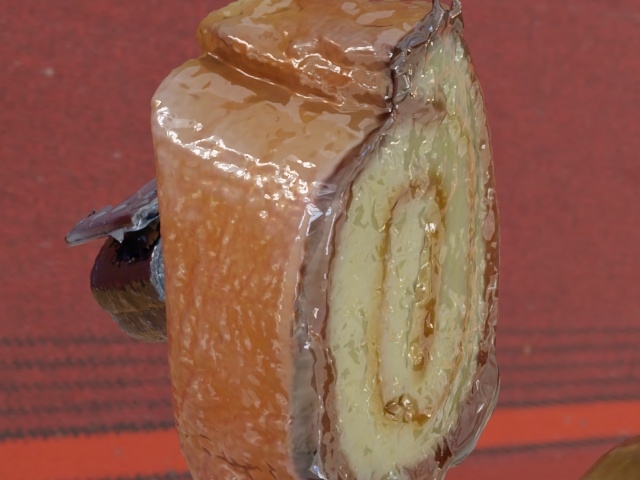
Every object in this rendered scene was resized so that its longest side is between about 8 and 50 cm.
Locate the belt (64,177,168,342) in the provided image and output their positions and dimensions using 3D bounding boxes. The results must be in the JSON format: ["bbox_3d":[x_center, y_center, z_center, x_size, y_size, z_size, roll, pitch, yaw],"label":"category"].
[{"bbox_3d":[-0.048,-0.012,1.218,0.218,0.128,0.122,-37,105,-36],"label":"belt"}]

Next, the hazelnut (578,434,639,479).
[{"bbox_3d":[0.439,0.369,1.954,0.366,0.366,0.365,-9,104,-42],"label":"hazelnut"}]

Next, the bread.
[{"bbox_3d":[0.007,-0.005,0.786,0.190,0.123,0.244,-28,126,-52],"label":"bread"}]
